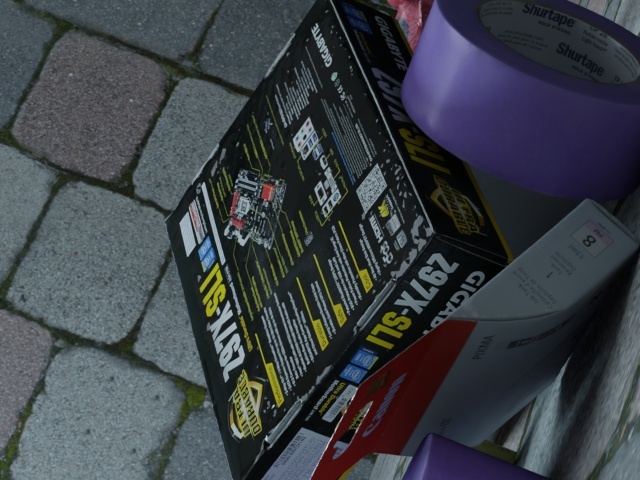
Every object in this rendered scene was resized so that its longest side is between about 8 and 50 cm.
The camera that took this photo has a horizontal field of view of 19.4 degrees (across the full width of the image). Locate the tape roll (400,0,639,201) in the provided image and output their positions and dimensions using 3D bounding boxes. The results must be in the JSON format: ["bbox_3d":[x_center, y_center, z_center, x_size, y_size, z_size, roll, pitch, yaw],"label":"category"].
[{"bbox_3d":[0.158,-0.110,1.350,0.189,0.189,0.080,-66,-3,-64],"label":"tape roll"}]

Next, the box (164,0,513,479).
[{"bbox_3d":[0.000,0.000,1.406,0.257,0.079,0.322,-55,32,26],"label":"box"}]

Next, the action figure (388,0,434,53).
[{"bbox_3d":[0.112,-0.121,1.974,0.248,0.275,0.370,-94,-15,-51],"label":"action figure"}]

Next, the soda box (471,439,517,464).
[{"bbox_3d":[0.095,0.231,1.495,0.058,0.061,0.181,-68,-1,-46],"label":"soda box"}]

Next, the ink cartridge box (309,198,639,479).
[{"bbox_3d":[0.098,0.094,1.254,0.232,0.066,0.189,-41,-15,-33],"label":"ink cartridge box"}]

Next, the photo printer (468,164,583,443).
[{"bbox_3d":[0.101,0.019,1.555,0.256,0.107,0.307,21,-88,-51],"label":"photo printer"}]

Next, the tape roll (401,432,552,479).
[{"bbox_3d":[0.061,0.266,1.203,0.275,0.090,0.275,21,-90,-89],"label":"tape roll"}]
